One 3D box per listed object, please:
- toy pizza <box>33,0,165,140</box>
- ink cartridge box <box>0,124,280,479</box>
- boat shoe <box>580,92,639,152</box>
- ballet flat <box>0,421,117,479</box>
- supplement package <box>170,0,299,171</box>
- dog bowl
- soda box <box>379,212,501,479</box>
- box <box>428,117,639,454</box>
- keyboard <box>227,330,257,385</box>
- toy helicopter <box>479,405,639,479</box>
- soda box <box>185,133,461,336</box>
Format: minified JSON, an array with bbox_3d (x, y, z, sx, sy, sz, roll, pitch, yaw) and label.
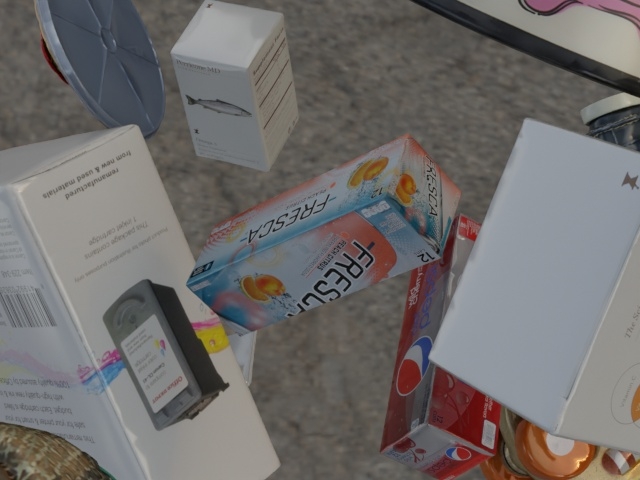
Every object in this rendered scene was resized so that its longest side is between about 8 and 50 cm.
[{"bbox_3d":[-0.213,-0.184,1.257,0.032,0.201,0.201,-22,73,20],"label":"toy pizza"},{"bbox_3d":[-0.192,0.076,1.071,0.226,0.131,0.306,-3,114,49],"label":"ink cartridge box"},{"bbox_3d":[0.367,-0.110,1.383,0.095,0.255,0.079,-20,79,40],"label":"boat shoe"},{"bbox_3d":[-0.192,0.289,0.442,0.164,0.182,0.482,25,77,38],"label":"ballet flat"},{"bbox_3d":[-0.100,-0.187,1.613,0.105,0.179,0.105,14,54,19],"label":"supplement package"},{"bbox_3d":[0.185,-0.240,1.020,0.408,0.408,0.150,34,112,32],"label":"dog bowl"},{"bbox_3d":[0.135,0.108,1.367,0.092,0.083,0.263,-43,26,48],"label":"soda box"},{"bbox_3d":[0.159,0.031,0.647,0.091,0.170,0.130,28,98,51],"label":"box"},{"bbox_3d":[-0.173,0.152,1.334,0.256,0.014,0.072,-21,35,25],"label":"keyboard"},{"bbox_3d":[0.366,0.210,1.485,0.355,0.140,0.235,25,68,-6],"label":"toy helicopter"},{"bbox_3d":[0.000,0.000,0.858,0.183,0.058,0.063,-24,31,39],"label":"soda box"}]
